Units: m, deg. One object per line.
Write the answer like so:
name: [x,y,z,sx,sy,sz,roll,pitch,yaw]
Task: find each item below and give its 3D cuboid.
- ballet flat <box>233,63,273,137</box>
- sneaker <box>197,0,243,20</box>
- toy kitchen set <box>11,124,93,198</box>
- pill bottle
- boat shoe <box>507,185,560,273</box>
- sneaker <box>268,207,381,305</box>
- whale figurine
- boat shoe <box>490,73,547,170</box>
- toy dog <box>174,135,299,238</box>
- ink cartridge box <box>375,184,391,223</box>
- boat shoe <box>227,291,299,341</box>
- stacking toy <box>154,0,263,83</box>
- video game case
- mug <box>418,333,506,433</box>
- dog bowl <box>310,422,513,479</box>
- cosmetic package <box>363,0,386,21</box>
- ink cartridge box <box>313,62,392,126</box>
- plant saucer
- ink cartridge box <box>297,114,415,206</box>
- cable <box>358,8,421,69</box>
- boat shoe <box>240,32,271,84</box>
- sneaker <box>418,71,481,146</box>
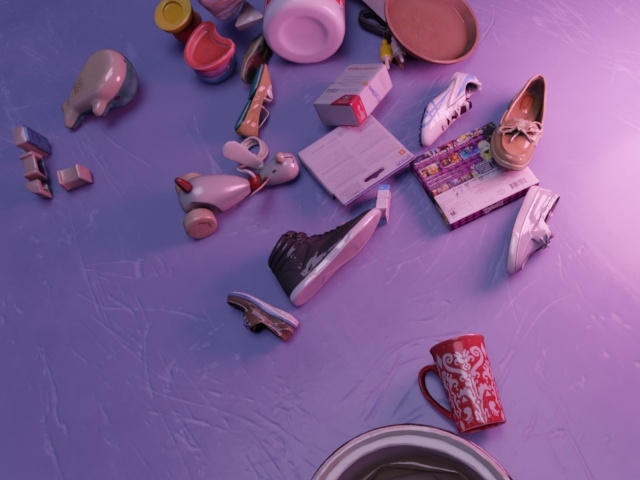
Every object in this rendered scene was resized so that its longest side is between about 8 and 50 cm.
ballet flat: [-0.172,-0.380,1.714,0.073,0.080,0.233,25,69,-19]
sneaker: [-0.229,-0.707,1.672,0.262,0.121,0.099,-34,66,25]
toy kitchen set: [-0.746,-0.231,1.757,0.165,0.122,0.207,-19,79,2]
pill bottle: [-0.042,-0.734,1.780,0.228,0.229,0.408,-5,61,11]
boat shoe: [0.468,-0.023,1.348,0.081,0.079,0.228,15,63,25]
sneaker: [0.000,0.000,1.431,0.295,0.105,0.147,-44,66,-7]
whale figurine: [-0.653,-0.435,1.838,0.272,0.141,0.216,-38,56,20]
boat shoe: [0.470,-0.280,1.449,0.104,0.089,0.285,19,54,6]
toy dog: [-0.232,-0.155,1.542,0.333,0.161,0.220,-42,62,-11]
ink cartridge box: [0.150,-0.086,1.477,0.028,0.048,0.083,2,61,14]
boat shoe: [-0.141,0.172,1.394,0.183,0.066,0.066,19,69,22]
stacking toy: [-0.308,-0.631,1.844,0.279,0.130,0.309,-35,69,4]
video game case: [0.360,-0.157,1.470,0.231,0.042,0.210,-26,59,-2]
mug: [0.284,0.291,1.221,0.113,0.150,0.170,2,59,-28]
dog bowl: [0.162,0.539,1.068,0.407,0.150,0.409,-6,60,11]
cosmetic package: [0.179,-0.733,1.793,0.117,0.086,0.231,-17,53,-26]
ink cartridge box: [0.087,-0.379,1.608,0.127,0.072,0.175,12,53,41]
plant saucer: [0.295,-0.585,1.665,0.277,0.041,0.278,6,68,-15]
ink cartridge box: [0.090,-0.201,1.554,0.223,0.045,0.224,-34,56,-7]
cable: [0.200,-0.581,1.729,0.139,0.072,0.287,-18,58,-3]
boat shoe: [-0.198,-0.526,1.806,0.072,0.068,0.190,0,53,31]
sneaker: [0.323,-0.328,1.550,0.086,0.085,0.237,26,71,30]
